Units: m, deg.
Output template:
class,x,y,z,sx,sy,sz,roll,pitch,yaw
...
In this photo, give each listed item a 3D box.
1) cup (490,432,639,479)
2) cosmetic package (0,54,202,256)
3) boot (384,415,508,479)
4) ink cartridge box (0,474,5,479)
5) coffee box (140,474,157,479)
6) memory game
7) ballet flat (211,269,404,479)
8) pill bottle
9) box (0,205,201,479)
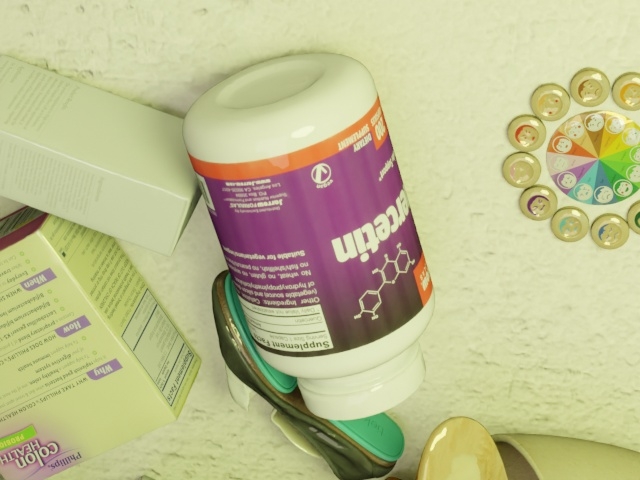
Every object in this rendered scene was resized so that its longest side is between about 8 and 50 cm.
class,x,y,z,sx,sy,sz,roll,pitch,yaw
cup,0.301,0.340,1.638,0.236,0.331,0.331,-6,119,-14
cosmetic package,-0.224,-0.082,1.592,0.231,0.117,0.085,22,130,0
boot,0.106,0.277,1.680,0.104,0.211,0.295,-14,112,-17
ink cartridge box,-0.390,0.389,1.773,0.117,0.207,0.283,33,92,-9
coffee box,-0.119,0.490,1.702,0.337,0.334,0.338,26,95,-3
memory game,0.262,-0.075,1.566,0.186,0.012,0.186,5,119,9
ballet flat,-0.035,0.151,1.701,0.096,0.095,0.280,-31,109,36
pill bottle,0.000,0.000,1.560,0.181,0.181,0.323,-11,116,16
box,-0.282,0.100,1.704,0.213,0.117,0.243,-26,109,22
